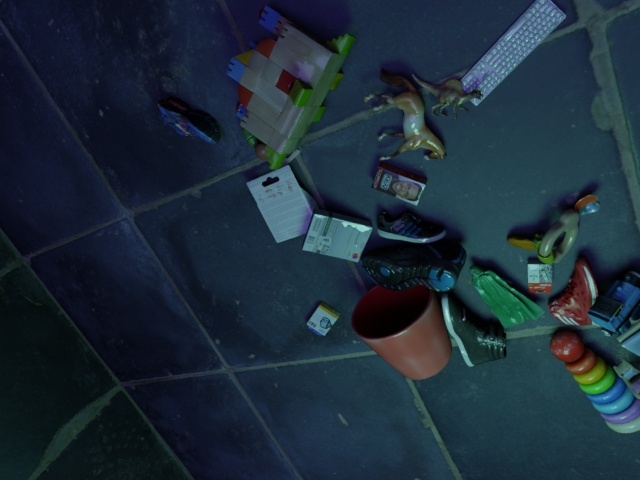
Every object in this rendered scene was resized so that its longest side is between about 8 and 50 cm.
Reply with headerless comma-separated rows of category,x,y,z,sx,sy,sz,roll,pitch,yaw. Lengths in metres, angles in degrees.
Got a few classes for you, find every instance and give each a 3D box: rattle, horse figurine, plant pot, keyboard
rattle,0.611,-0.048,1.199,0.130,0.143,0.199,9,111,-20
horse figurine,0.218,-0.315,1.186,0.174,0.066,0.263,-1,121,30
plant pot,0.271,0.280,1.420,0.275,0.275,0.243,-19,120,31
keyboard,0.431,-0.432,1.054,0.072,0.014,0.256,41,126,-4

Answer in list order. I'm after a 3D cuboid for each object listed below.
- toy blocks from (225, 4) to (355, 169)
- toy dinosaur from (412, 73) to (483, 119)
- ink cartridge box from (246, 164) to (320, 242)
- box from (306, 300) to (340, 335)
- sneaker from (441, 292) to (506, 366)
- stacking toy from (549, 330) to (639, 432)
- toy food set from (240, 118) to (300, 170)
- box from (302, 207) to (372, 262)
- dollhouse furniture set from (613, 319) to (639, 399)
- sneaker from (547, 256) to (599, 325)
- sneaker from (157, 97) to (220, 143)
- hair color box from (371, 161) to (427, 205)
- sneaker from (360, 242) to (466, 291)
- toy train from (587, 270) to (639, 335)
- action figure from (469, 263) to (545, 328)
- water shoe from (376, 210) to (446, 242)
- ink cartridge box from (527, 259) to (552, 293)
toy blocks,-0.121,-0.422,1.198,0.261,0.191,0.381,37,118,11
toy dinosaur,0.312,-0.357,1.139,0.183,0.053,0.092,22,115,23
ink cartridge box,-0.110,-0.118,1.458,0.181,0.056,0.224,-17,106,31
box,0.007,0.290,1.665,0.081,0.028,0.136,33,129,2
sneaker,0.480,0.263,1.404,0.147,0.104,0.295,-18,117,29
stacking toy,0.805,0.394,1.334,0.330,0.141,0.141,48,126,-1
toy food set,-0.165,-0.304,1.352,0.128,0.071,0.218,-27,106,33
box,0.051,-0.014,1.417,0.186,0.038,0.145,13,126,-8
dollhouse furniture set,0.859,0.299,1.097,0.303,0.198,0.286,28,116,-28
sneaker,0.688,0.152,1.253,0.128,0.087,0.221,-12,113,27
sneaker,-0.406,-0.362,1.427,0.221,0.083,0.087,33,140,9
hair color box,0.222,-0.161,1.289,0.141,0.043,0.072,22,124,9
sneaker,0.274,0.071,1.368,0.341,0.139,0.125,4,131,43
toy train,0.778,0.160,1.174,0.105,0.080,0.184,41,87,-29
action figure,0.522,0.152,1.337,0.232,0.063,0.137,42,128,-10
water shoe,0.260,-0.043,1.326,0.203,0.073,0.080,4,118,21
ink cartridge box,0.620,0.109,1.289,0.063,0.029,0.115,-2,118,24
